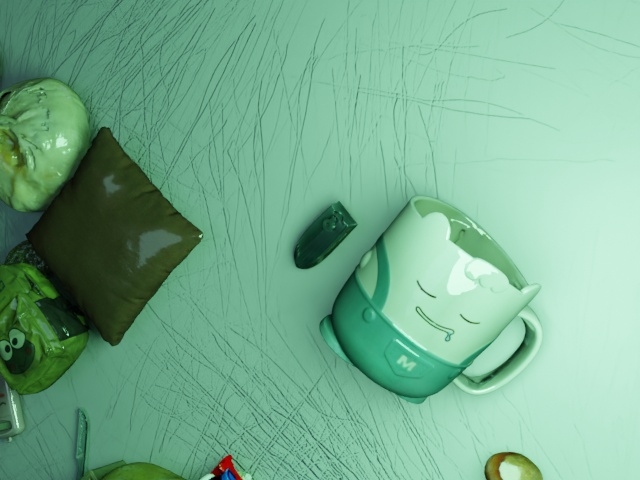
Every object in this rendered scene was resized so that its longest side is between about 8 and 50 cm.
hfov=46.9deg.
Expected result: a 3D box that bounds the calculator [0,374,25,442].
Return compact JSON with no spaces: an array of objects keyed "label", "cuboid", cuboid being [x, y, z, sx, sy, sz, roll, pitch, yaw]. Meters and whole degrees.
[{"label":"calculator","cuboid":[-0.693,0.353,1.603,0.100,0.032,0.175,-17,83,26]}]

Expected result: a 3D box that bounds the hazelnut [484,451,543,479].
[{"label":"hazelnut","cuboid":[0.281,0.351,1.081,0.086,0.086,0.086,0,91,27]}]

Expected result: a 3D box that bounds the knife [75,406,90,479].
[{"label":"knife","cuboid":[-0.488,0.447,1.508,0.028,0.015,0.210,6,93,33]}]

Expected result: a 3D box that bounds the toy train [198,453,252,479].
[{"label":"toy train","cuboid":[-0.138,0.479,1.262,0.204,0.131,0.083,46,110,19]}]

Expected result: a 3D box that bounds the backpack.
[{"label":"backpack","cuboid":[-0.585,0.166,1.481,0.207,0.140,0.253,-42,77,23]}]

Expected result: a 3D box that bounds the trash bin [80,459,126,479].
[{"label":"trash bin","cuboid":[-0.417,0.465,1.428,0.061,0.092,0.043,-48,70,20]}]

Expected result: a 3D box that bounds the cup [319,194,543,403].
[{"label":"cup","cuboid":[0.178,0.103,1.066,0.290,0.219,0.257,34,109,-11]}]

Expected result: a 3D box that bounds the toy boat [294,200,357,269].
[{"label":"toy boat","cuboid":[0.000,0.000,1.230,0.141,0.060,0.055,-46,71,27]}]

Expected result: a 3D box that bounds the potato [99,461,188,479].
[{"label":"potato","cuboid":[-0.311,0.481,1.346,0.194,0.157,0.157,-10,86,15]}]

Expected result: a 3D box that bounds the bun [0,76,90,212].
[{"label":"bun","cuboid":[-0.598,-0.193,1.486,0.287,0.146,0.287,1,92,29]}]

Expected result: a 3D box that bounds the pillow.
[{"label":"pillow","cuboid":[-0.399,-0.009,1.403,0.308,0.108,0.305,47,110,15]}]

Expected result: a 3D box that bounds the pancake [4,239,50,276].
[{"label":"pancake","cuboid":[-0.615,0.051,1.553,0.108,0.017,0.108,-2,81,11]}]
